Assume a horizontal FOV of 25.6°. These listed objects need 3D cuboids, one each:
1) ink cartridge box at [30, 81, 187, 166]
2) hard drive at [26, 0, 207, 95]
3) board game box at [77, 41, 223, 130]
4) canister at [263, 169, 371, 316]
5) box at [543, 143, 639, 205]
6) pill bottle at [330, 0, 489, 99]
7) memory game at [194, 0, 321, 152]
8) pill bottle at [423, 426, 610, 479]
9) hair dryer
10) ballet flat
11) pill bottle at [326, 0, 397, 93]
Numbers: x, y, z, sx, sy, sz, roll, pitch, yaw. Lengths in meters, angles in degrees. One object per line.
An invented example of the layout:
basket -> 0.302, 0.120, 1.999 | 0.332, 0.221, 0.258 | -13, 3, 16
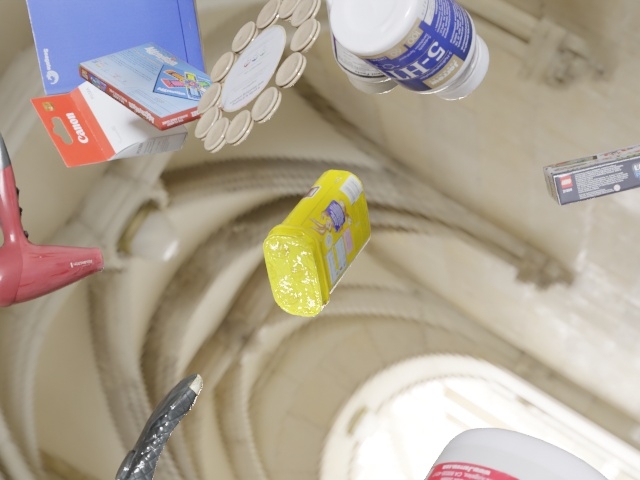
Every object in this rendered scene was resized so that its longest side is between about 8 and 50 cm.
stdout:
ink cartridge box -> -0.388, -0.230, 2.597 | 0.232, 0.189, 0.066 | -9, -39, -36
hard drive -> -0.392, -0.402, 2.723 | 0.040, 0.318, 0.210 | -84, -14, -70
board game box -> -0.269, -0.256, 2.308 | 0.145, 0.281, 0.027 | -23, -55, -28
canister -> 0.000, 0.000, 1.834 | 0.170, 0.073, 0.126 | -52, -41, -47
box -> 0.360, -0.086, 1.589 | 0.114, 0.206, 0.036 | -66, -38, -81
pill bottle -> 0.105, -0.224, 1.544 | 0.186, 0.112, 0.112 | 24, -82, -51
memory game -> -0.061, -0.165, 1.362 | 0.186, 0.012, 0.186 | -38, 33, 31
pill bottle -> 0.119, 0.390, 1.273 | 0.408, 0.229, 0.229 | -54, -16, -27
hair dryer -> -0.434, -0.016, 1.989 | 0.224, 0.293, 0.080 | -61, 27, -8
ballet flat -> -0.199, 0.246, 1.794 | 0.173, 0.049, 0.057 | -57, 16, -9
pill bottle -> 0.065, -0.265, 1.756 | 0.108, 0.108, 0.193 | -53, -18, -17
